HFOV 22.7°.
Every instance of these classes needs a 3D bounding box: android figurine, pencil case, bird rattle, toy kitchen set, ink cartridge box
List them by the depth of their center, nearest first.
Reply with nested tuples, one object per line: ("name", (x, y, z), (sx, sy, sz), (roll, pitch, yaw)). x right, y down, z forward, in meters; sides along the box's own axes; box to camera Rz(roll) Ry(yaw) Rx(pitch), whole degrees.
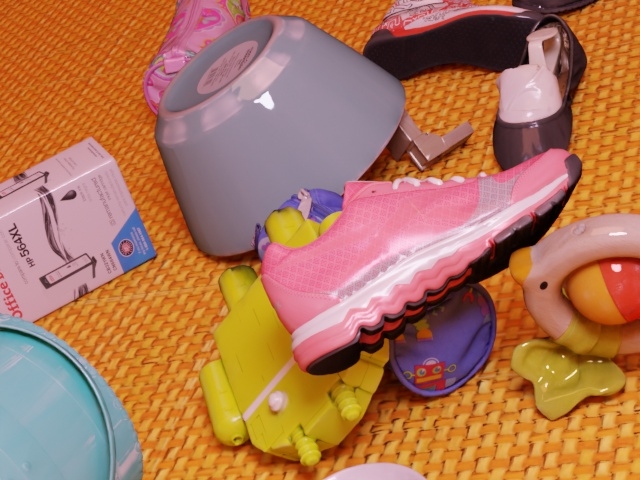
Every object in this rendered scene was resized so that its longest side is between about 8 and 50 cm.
("bird rattle", (0.276, 0.057, 1.391), (0.253, 0.207, 0.143), (-12, 48, 32))
("android figurine", (-0.025, 0.095, 1.522), (0.248, 0.056, 0.273), (-49, 38, 24))
("pencil case", (0.049, 0.040, 1.602), (0.119, 0.133, 0.306), (-30, 33, -17))
("ink cartridge box", (-0.318, -0.005, 1.876), (0.203, 0.148, 0.086), (-30, 34, -14))
("toy kitchen set", (0.122, -0.132, 1.903), (0.075, 0.083, 0.068), (-33, -9, -21))
("pencil case", (-0.172, -0.274, 2.249), (0.124, 0.124, 0.284), (-11, 32, 15))

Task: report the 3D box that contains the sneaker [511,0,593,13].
("sneaker", (0.371, -0.426, 2.148), (0.330, 0.146, 0.122), (-37, 36, -23))

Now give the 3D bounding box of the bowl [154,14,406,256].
("bowl", (-0.073, -0.145, 1.861), (0.311, 0.163, 0.311), (-32, 26, 18))

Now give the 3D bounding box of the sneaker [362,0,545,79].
("sneaker", (0.195, -0.287, 2.080), (0.270, 0.090, 0.145), (-5, 36, 29))

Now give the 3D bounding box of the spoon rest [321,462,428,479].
("spoon rest", (0.074, 0.249, 1.299), (0.137, 0.084, 0.276), (-39, 36, -29))

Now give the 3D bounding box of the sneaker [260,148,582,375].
("sneaker", (0.086, -0.015, 1.398), (0.314, 0.116, 0.136), (-31, 75, -11))

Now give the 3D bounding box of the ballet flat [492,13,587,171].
("ballet flat", (0.249, -0.177, 1.865), (0.095, 0.096, 0.280), (-7, 33, 21))

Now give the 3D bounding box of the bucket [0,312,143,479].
("bucket", (-0.305, 0.209, 1.419), (0.281, 0.281, 0.183), (2, 33, 33))
